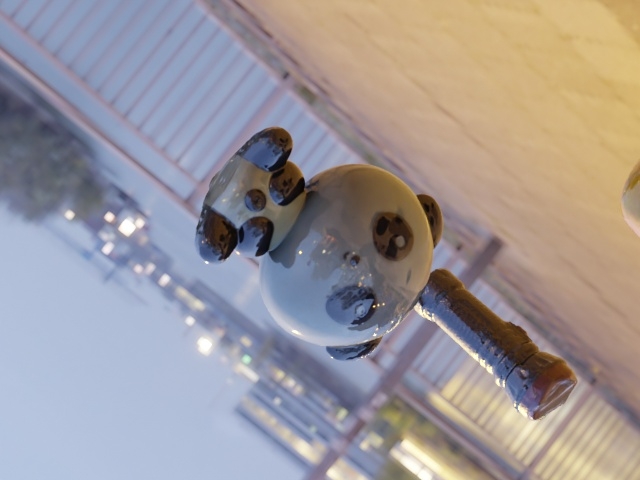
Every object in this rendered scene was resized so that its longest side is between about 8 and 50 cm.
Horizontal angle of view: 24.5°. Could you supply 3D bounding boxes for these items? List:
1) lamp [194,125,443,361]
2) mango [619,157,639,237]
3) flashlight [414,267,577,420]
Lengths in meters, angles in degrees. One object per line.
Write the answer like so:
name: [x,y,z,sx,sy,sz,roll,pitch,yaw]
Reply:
lamp: [0.000,0.000,1.507,0.244,0.198,0.198,31,178,-22]
mango: [0.312,-0.032,0.891,0.187,0.257,0.138,-120,24,-44]
flashlight: [0.215,0.124,1.857,0.232,0.093,0.093,45,179,27]
